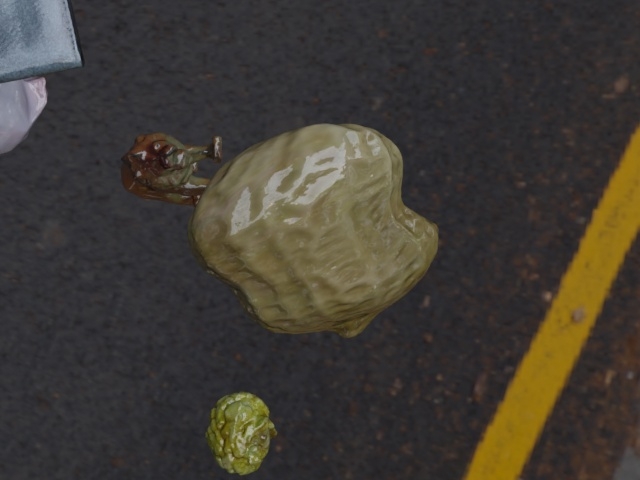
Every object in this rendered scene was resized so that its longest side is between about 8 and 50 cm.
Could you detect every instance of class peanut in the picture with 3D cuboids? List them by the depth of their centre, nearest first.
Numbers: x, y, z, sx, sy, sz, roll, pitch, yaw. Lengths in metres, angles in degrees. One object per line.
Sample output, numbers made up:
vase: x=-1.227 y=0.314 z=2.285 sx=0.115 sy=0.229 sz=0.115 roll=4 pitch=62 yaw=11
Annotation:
peanut: x=0.000 y=0.000 z=1.091 sx=0.197 sy=0.110 sz=0.233 roll=-30 pitch=126 yaw=5

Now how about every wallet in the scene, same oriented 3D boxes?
wallet: x=-0.356 y=-0.281 z=1.366 sx=0.167 sy=0.036 sz=0.222 roll=-13 pitch=93 yaw=-1

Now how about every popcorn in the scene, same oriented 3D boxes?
popcorn: x=-0.114 y=0.286 z=1.874 sx=0.106 sy=0.116 sz=0.120 roll=1 pitch=64 yaw=-47

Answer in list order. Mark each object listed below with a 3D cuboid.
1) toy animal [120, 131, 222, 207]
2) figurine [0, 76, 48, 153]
toy animal: x=-0.223 y=-0.104 z=1.785 sx=0.158 sy=0.312 sz=0.097 roll=6 pitch=85 yaw=-20
figurine: x=-0.483 y=-0.176 z=1.599 sx=0.276 sy=0.200 sz=0.133 roll=1 pitch=138 yaw=-45
